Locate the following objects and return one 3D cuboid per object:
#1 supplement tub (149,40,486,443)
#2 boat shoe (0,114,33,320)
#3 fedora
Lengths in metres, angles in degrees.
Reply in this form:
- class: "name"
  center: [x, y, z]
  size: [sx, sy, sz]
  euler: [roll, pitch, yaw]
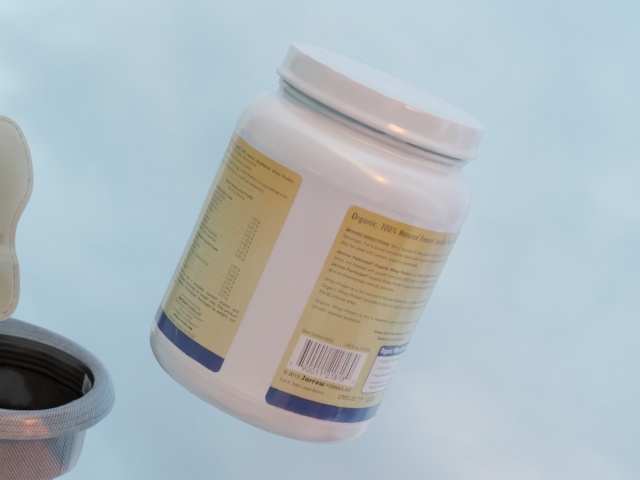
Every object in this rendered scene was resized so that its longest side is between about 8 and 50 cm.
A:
- class: "supplement tub"
  center: [0.000, 0.000, 1.390]
  size: [0.228, 0.228, 0.316]
  euler: [31, -77, 29]
- class: "boat shoe"
  center: [-0.348, -0.019, 1.561]
  size: [0.081, 0.228, 0.068]
  euler: [18, -28, -36]
- class: "fedora"
  center: [-0.366, 0.191, 1.721]
  size: [0.275, 0.243, 0.124]
  euler: [19, -67, 23]
